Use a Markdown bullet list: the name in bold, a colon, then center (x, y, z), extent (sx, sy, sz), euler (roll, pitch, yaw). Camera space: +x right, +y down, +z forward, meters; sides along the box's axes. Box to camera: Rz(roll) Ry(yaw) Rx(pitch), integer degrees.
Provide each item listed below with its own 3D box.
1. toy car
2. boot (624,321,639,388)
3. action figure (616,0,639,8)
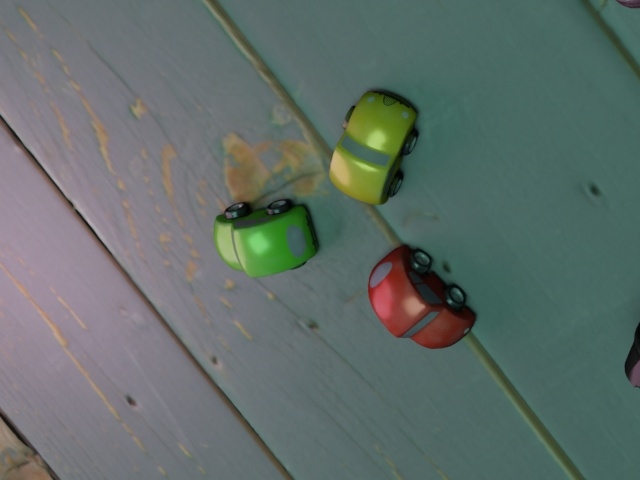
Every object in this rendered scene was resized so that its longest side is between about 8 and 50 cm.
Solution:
- **toy car**: center (0.000, 0.000, 1.324), extent (0.225, 0.053, 0.239), euler (-6, 113, 28)
- **boot**: center (0.401, 0.048, 1.109), extent (0.348, 0.131, 0.260), euler (21, 123, 15)
- **action figure**: center (0.180, -0.260, 0.982), extent (0.276, 0.248, 0.370), euler (-14, 106, 32)
